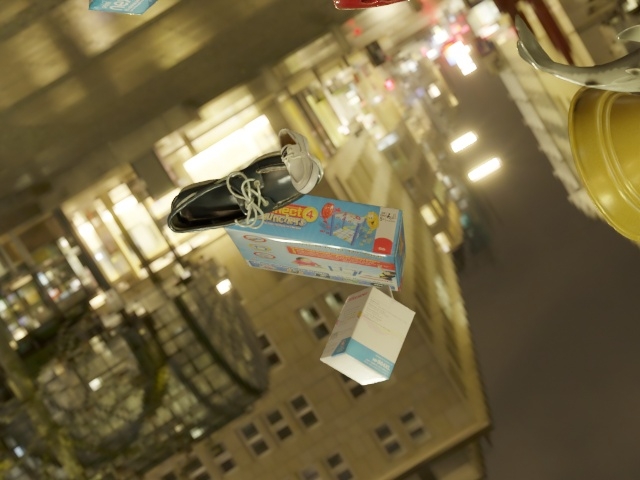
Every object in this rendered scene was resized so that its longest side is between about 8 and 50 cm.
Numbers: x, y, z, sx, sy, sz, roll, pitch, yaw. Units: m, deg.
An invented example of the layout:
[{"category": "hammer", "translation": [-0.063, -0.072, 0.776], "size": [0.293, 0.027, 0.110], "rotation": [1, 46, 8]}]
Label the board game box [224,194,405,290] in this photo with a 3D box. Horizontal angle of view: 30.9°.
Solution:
[{"category": "board game box", "translation": [0.000, 0.000, 2.131], "size": [0.308, 0.086, 0.302], "rotation": [9, 167, 7]}]

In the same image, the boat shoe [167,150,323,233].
[{"category": "boat shoe", "translation": [-0.118, -0.068, 1.753], "size": [0.255, 0.095, 0.079], "rotation": [-12, -153, 19]}]

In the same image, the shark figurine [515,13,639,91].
[{"category": "shark figurine", "translation": [0.347, -0.211, 1.215], "size": [0.278, 0.166, 0.116], "rotation": [-14, -142, 42]}]

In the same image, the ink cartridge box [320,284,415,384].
[{"category": "ink cartridge box", "translation": [0.081, 0.147, 1.874], "size": [0.092, 0.090, 0.143], "rotation": [-26, -145, 61]}]

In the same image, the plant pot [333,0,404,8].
[{"category": "plant pot", "translation": [0.099, -0.409, 1.538], "size": [0.174, 0.191, 0.191], "rotation": [-4, -170, 8]}]

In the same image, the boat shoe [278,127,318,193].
[{"category": "boat shoe", "translation": [-0.029, -0.091, 1.278], "size": [0.035, 0.035, 0.100], "rotation": [-44, -145, 26]}]

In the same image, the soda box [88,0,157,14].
[{"category": "soda box", "translation": [-0.208, -0.323, 1.339], "size": [0.071, 0.067, 0.210], "rotation": [2, 174, -26]}]

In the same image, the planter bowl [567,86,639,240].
[{"category": "planter bowl", "translation": [0.417, -0.115, 1.478], "size": [0.090, 0.217, 0.217], "rotation": [-24, -171, 41]}]
